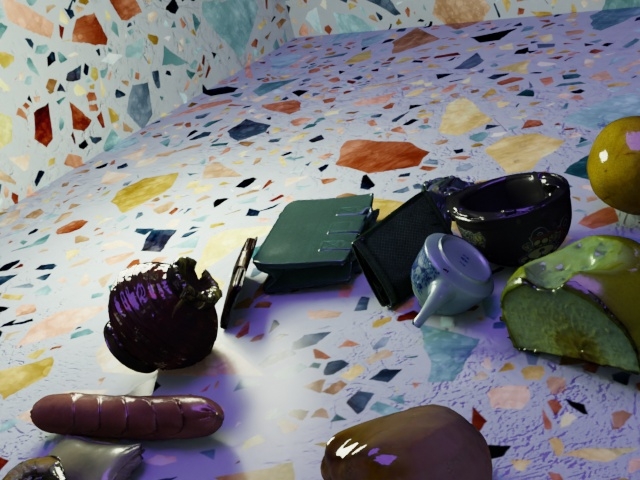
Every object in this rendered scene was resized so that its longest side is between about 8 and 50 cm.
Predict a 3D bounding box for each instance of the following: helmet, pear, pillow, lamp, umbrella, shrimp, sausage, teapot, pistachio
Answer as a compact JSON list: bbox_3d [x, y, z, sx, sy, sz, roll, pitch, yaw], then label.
[{"bbox_3d":[0.386,-0.034,1.646,0.230,0.161,0.279,-25,16,-17],"label":"helmet"},{"bbox_3d":[0.650,-0.152,1.680,0.208,0.209,0.209,-13,27,6],"label":"pear"},{"bbox_3d":[-0.398,0.385,1.388,0.208,0.053,0.119,-3,27,31],"label":"pillow"},{"bbox_3d":[-0.306,0.142,1.607,0.246,0.247,0.247,-13,27,6],"label":"lamp"},{"bbox_3d":[0.223,-0.036,1.811,0.143,0.094,0.349,12,40,33],"label":"umbrella"},{"bbox_3d":[-0.468,0.428,1.311,0.150,0.051,0.217,-39,37,-4],"label":"shrimp"},{"bbox_3d":[-0.347,0.315,1.457,0.432,0.088,0.088,-4,29,26],"label":"sausage"},{"bbox_3d":[0.236,0.078,1.553,0.158,0.159,0.232,-3,22,25],"label":"teapot"},{"bbox_3d":[0.138,0.317,1.120,0.260,0.163,0.212,-19,44,-36],"label":"pistachio"},{"bbox_3d":[0.463,0.081,1.344,0.292,0.160,0.292,-17,16,5],"label":"pear"}]

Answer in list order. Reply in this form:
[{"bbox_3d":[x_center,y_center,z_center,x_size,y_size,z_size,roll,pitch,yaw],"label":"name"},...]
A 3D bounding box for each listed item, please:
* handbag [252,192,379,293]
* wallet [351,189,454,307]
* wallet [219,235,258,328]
[{"bbox_3d":[-0.001,0.001,1.875,0.238,0.089,0.326,-5,27,20],"label":"handbag"},{"bbox_3d":[0.177,0.015,1.672,0.236,0.160,0.055,-36,13,-34],"label":"wallet"},{"bbox_3d":[-0.184,0.085,1.790,0.031,0.122,0.232,20,27,-6],"label":"wallet"}]
